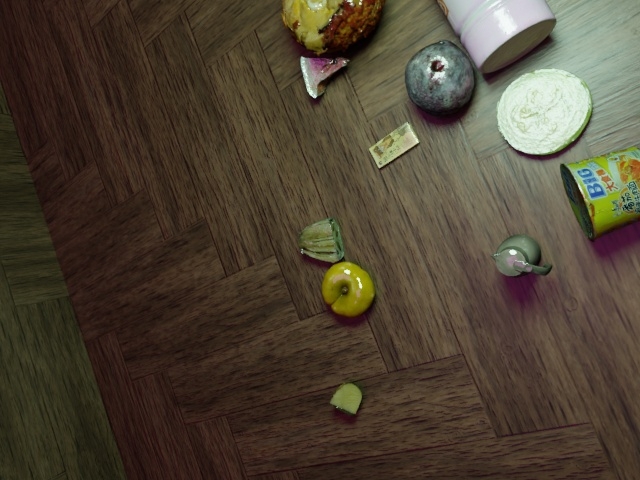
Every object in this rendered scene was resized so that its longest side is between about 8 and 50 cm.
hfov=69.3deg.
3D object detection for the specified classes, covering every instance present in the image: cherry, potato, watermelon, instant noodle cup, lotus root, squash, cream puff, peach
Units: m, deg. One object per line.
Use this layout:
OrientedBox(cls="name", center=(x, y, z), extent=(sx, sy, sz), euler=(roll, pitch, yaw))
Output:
OrientedBox(cls="cherry", center=(0.313, -0.425, 1.221), extent=(0.195, 0.195, 0.195), euler=(3, 97, 30))
OrientedBox(cls="potato", center=(0.094, 0.504, 1.514), extent=(0.096, 0.066, 0.103), euler=(30, 101, -1))
OrientedBox(cls="watermelon", center=(0.008, -0.541, 1.439), extent=(0.158, 0.098, 0.121), euler=(-40, 90, 31))
OrientedBox(cls="instant noodle cup", center=(0.663, -0.109, 1.058), extent=(0.153, 0.205, 0.204), euler=(-18, 86, 20))
OrientedBox(cls="lotus root", center=(0.001, -0.002, 1.511), extent=(0.144, 0.070, 0.143), euler=(-2, 100, 26))
OrientedBox(cls="squash", center=(0.561, -0.326, 1.171), extent=(0.219, 0.041, 0.219), euler=(3, 97, 29))
OrientedBox(cls="cream puff", center=(0.048, -0.700, 1.319), extent=(0.351, 0.229, 0.350), euler=(7, 100, 44))
OrientedBox(cls="peach", center=(0.085, 0.157, 1.460), extent=(0.179, 0.103, 0.179), euler=(5, 100, 31))

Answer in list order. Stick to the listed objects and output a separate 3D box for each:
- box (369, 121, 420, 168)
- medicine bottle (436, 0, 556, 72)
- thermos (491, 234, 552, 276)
OrientedBox(cls="box", center=(0.217, -0.282, 1.385), extent=(0.149, 0.020, 0.073), euler=(-33, 79, 29))
OrientedBox(cls="medicine bottle", center=(0.406, -0.601, 1.139), extent=(0.202, 0.202, 0.315), euler=(-30, 80, 29))
OrientedBox(cls="thermos", center=(0.504, 0.049, 1.156), extent=(0.137, 0.193, 0.105), euler=(24, 105, 25))
